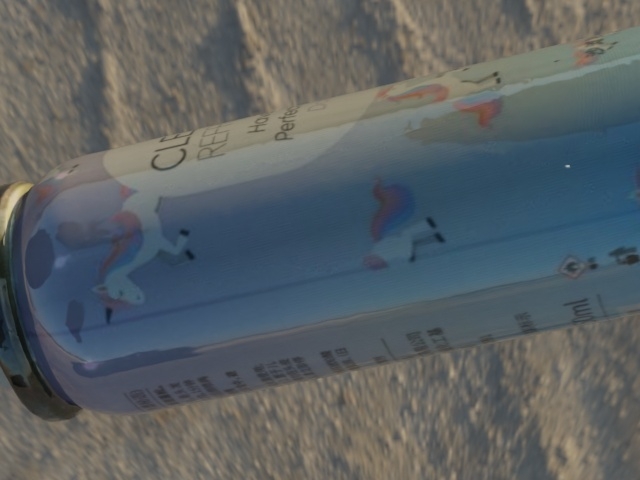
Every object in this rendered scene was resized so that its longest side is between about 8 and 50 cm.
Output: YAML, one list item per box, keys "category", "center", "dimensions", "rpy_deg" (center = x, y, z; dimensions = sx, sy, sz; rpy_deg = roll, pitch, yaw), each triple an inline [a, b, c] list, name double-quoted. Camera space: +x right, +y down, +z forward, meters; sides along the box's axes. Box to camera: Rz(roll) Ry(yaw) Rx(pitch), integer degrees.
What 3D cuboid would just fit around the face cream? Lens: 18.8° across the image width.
- category: "face cream"
  center: [0.000, 0.000, 0.517]
  dimensions: [0.229, 0.075, 0.075]
  rpy_deg: [-13, 74, 11]
